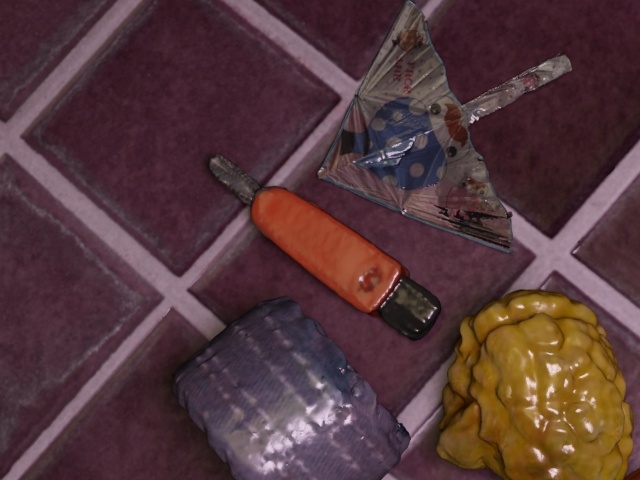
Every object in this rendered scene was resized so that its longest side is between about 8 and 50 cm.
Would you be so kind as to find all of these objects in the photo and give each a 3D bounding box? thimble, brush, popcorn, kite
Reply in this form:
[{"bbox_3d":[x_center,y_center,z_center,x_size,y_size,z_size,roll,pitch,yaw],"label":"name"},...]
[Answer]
[{"bbox_3d":[-0.030,0.179,1.587,0.172,0.205,0.236,-39,41,-6],"label":"thimble"},{"bbox_3d":[0.000,0.000,1.705,0.323,0.051,0.070,38,92,16],"label":"brush"},{"bbox_3d":[0.209,0.170,1.531,0.203,0.226,0.200,-17,29,12],"label":"popcorn"},{"bbox_3d":[0.143,-0.129,1.727,0.314,0.011,0.335,-23,72,5],"label":"kite"}]

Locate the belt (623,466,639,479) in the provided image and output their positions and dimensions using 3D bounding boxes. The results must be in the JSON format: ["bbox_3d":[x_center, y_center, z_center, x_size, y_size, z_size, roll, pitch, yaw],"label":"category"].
[{"bbox_3d":[0.371,0.316,1.437,0.184,0.105,0.261,-25,35,-1],"label":"belt"}]
